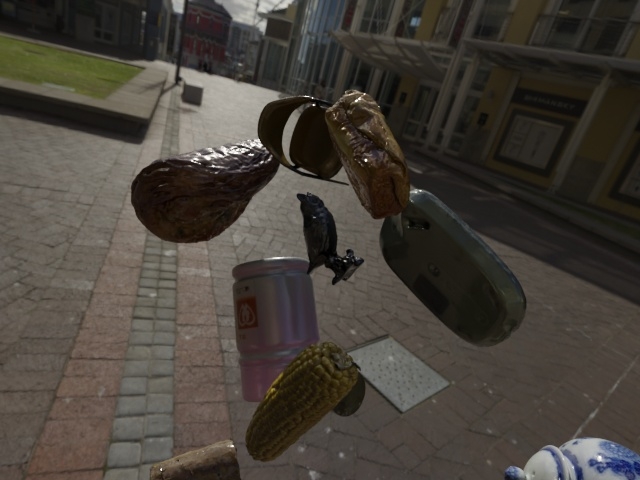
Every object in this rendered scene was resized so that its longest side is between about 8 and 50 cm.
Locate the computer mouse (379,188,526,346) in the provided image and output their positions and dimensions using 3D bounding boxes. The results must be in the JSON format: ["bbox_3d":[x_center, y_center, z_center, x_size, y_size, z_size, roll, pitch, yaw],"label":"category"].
[{"bbox_3d":[0.236,0.043,0.757,0.095,0.197,0.330,-19,57,-30],"label":"computer mouse"}]

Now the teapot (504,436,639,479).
[{"bbox_3d":[0.477,0.483,0.730,0.280,0.252,0.424,18,-22,12],"label":"teapot"}]

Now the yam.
[{"bbox_3d":[-0.358,0.678,1.165,0.239,0.127,0.129,-10,-3,-22],"label":"yam"}]

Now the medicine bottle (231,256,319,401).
[{"bbox_3d":[-0.106,0.211,0.984,0.203,0.315,0.202,-6,-13,-1],"label":"medicine bottle"}]

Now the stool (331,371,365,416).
[{"bbox_3d":[0.031,0.584,1.635,0.179,0.178,0.264,0,-1,-36],"label":"stool"}]

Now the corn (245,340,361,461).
[{"bbox_3d":[-0.041,0.268,0.674,0.102,0.310,0.101,26,34,-18],"label":"corn"}]

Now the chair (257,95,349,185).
[{"bbox_3d":[-0.011,-0.226,0.905,0.173,0.158,0.247,24,13,14],"label":"chair"}]

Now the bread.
[{"bbox_3d":[0.047,-0.085,0.394,0.054,0.074,0.132,-21,51,1],"label":"bread"}]

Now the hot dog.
[{"bbox_3d":[-0.250,-0.127,0.972,0.174,0.267,0.388,53,39,3],"label":"hot dog"}]

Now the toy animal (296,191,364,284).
[{"bbox_3d":[-0.004,-0.002,0.876,0.210,0.117,0.121,58,22,10],"label":"toy animal"}]
